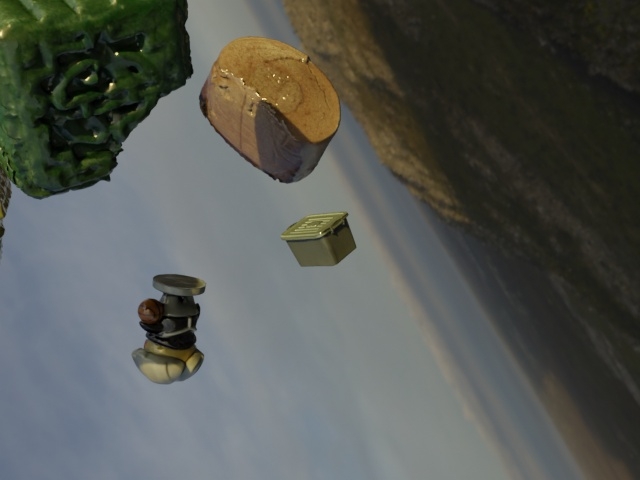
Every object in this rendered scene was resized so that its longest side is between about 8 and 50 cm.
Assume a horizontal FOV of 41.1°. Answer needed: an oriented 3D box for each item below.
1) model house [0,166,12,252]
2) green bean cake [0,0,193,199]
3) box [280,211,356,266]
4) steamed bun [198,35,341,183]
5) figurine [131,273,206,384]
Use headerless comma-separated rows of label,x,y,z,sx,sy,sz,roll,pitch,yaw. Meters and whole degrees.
model house,-0.585,-0.061,1.355,0.193,0.175,0.234,-126,43,-65
green bean cake,-0.342,-0.237,1.267,0.169,0.308,0.300,45,146,37
box,0.000,0.000,1.477,0.122,0.084,0.069,-3,117,49
steamed bun,-0.093,-0.288,1.808,0.301,0.199,0.251,43,155,5
figurine,-0.334,0.203,1.882,0.133,0.236,0.176,18,-165,38
